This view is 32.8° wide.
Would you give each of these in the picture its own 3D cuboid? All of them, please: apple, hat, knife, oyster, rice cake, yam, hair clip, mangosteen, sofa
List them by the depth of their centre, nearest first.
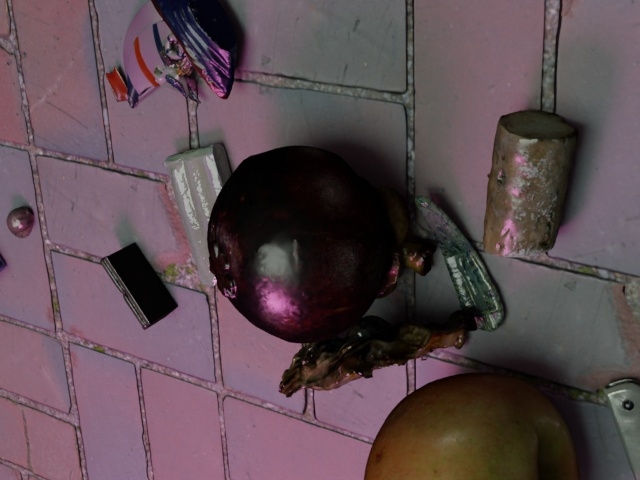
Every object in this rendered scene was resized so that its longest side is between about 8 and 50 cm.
[{"bbox_3d":[0.268,-0.065,1.417,0.107,0.107,0.194,21,123,27],"label":"yam"},{"bbox_3d":[0.465,0.312,1.502,0.073,0.040,0.265,-20,99,29],"label":"knife"},{"bbox_3d":[0.207,0.341,1.526,0.277,0.319,0.319,-8,106,35],"label":"apple"},{"bbox_3d":[0.199,0.029,1.558,0.066,0.036,0.229,-16,109,46],"label":"hair clip"},{"bbox_3d":[-0.018,-0.003,1.560,0.297,0.293,0.297,54,172,11],"label":"mangosteen"},{"bbox_3d":[0.070,0.166,1.645,0.361,0.221,0.096,-26,73,59],"label":"oyster"},{"bbox_3d":[-0.178,-0.040,1.796,0.127,0.043,0.237,-6,109,36],"label":"rice cake"},{"bbox_3d":[-0.334,0.086,1.942,0.060,0.085,0.147,-34,90,38],"label":"sofa"},{"bbox_3d":[-0.588,-0.031,2.098,0.087,0.042,0.058,-27,94,41],"label":"hat"}]

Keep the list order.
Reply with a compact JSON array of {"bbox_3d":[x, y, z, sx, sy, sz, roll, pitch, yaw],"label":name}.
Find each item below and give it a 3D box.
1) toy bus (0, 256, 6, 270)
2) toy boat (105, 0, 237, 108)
[{"bbox_3d":[-0.710,0.008,2.185,0.073,0.076,0.167,-30,95,42],"label":"toy bus"},{"bbox_3d":[-0.249,-0.317,1.713,0.318,0.072,0.219,5,118,45],"label":"toy boat"}]
